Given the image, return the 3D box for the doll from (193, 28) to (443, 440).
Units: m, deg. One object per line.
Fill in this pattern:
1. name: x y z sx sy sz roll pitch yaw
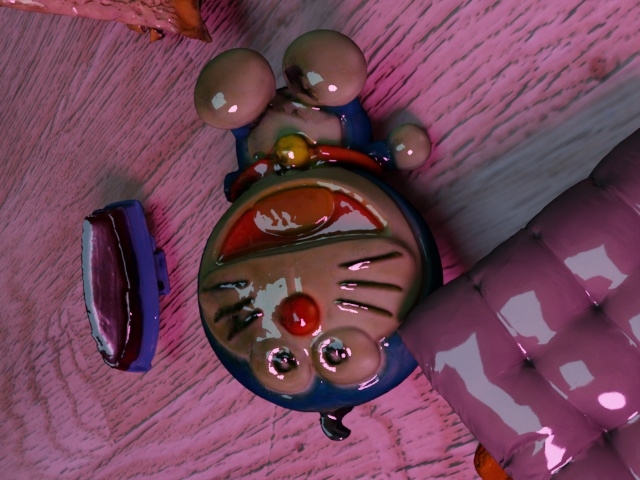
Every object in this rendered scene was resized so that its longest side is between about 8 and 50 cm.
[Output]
1. doll: -0.001 0.000 0.540 0.199 0.186 0.321 -5 72 13

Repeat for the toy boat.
1. toy boat: -0.243 0.059 0.829 0.100 0.097 0.223 -7 89 29

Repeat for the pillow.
1. pillow: 0.223 0.108 0.361 0.228 0.101 0.326 -40 63 11

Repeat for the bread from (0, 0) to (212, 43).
1. bread: -0.288 -0.279 0.726 0.279 0.249 0.315 -39 56 44

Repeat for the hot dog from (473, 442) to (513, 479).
1. hot dog: 0.173 0.140 0.483 0.071 0.045 0.165 43 122 29
